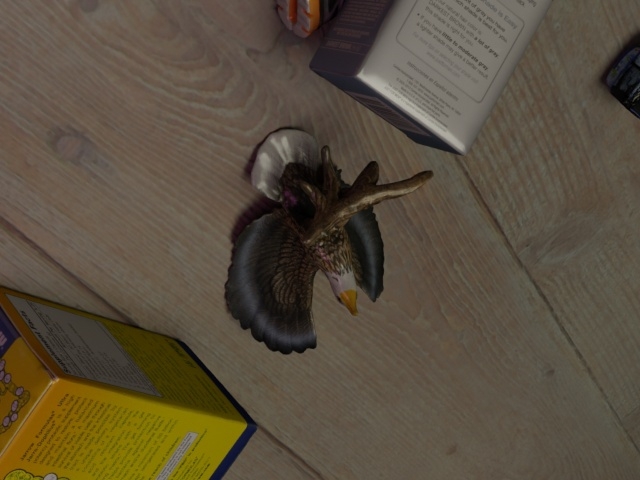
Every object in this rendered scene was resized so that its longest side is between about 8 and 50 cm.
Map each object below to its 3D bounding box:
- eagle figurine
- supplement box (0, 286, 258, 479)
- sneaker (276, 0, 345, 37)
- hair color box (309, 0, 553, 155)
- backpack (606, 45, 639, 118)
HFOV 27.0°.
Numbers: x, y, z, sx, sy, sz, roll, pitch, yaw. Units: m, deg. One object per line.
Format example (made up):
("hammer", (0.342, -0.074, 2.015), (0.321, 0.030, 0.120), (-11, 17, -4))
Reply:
("eagle figurine", (0.001, 0.011, 1.755), (0.226, 0.225, 0.298), (12, 158, -5))
("supplement box", (-0.288, 0.216, 1.620), (0.357, 0.194, 0.195), (24, 105, -50))
("sneaker", (0.000, -0.334, 1.507), (0.083, 0.084, 0.214), (-27, 147, -28))
("hair color box", (0.167, -0.309, 1.545), (0.185, 0.114, 0.374), (32, 86, -31))
("backpack", (0.500, -0.251, 2.035), (0.114, 0.084, 0.105), (-49, 143, 11))
